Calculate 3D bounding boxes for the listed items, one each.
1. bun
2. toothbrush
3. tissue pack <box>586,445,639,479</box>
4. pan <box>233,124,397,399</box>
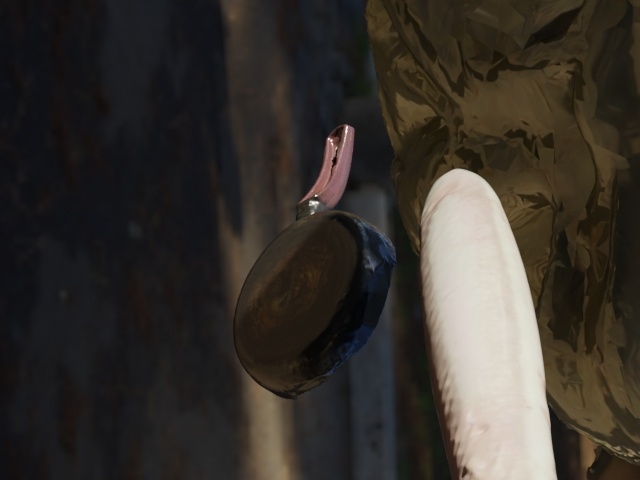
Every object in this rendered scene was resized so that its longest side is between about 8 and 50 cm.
[{"bbox_3d":[0.143,-0.098,0.622,0.211,0.359,0.360,5,80,-41],"label":"bun"},{"bbox_3d":[0.037,0.054,0.354,0.029,0.025,0.307,53,15,-21],"label":"toothbrush"},{"bbox_3d":[0.226,0.190,0.759,0.123,0.256,0.215,-37,142,-19],"label":"tissue pack"},{"bbox_3d":[-0.002,-0.002,1.148,0.040,0.115,0.212,38,38,-29],"label":"pan"}]
